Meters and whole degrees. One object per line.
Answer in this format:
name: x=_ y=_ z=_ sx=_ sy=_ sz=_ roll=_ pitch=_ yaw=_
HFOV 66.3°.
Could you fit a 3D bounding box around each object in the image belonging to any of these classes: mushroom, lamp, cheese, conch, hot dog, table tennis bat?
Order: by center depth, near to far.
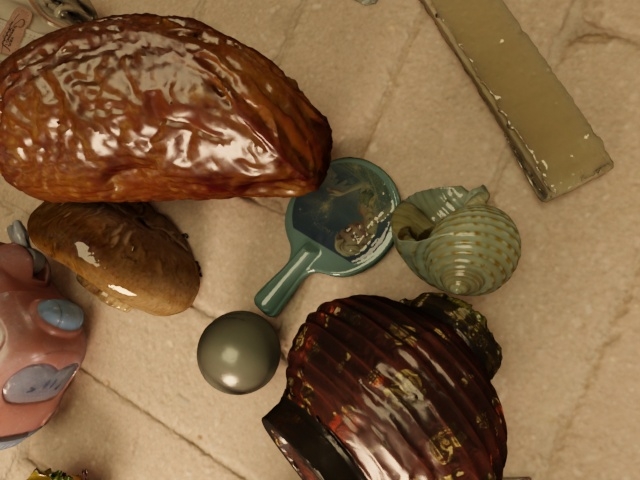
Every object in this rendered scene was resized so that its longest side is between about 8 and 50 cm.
lamp: x=0.071 y=0.158 z=0.483 sx=0.247 sy=0.247 sz=0.247 roll=-2 pitch=83 yaw=19
conch: x=0.141 y=0.002 z=0.527 sx=0.135 sy=0.153 sz=0.102 roll=8 pitch=113 yaw=11
hot dog: x=-0.180 y=-0.133 z=0.570 sx=0.388 sy=0.267 sz=0.174 roll=-1 pitch=85 yaw=8
cheese: x=0.196 y=-0.233 z=0.575 sx=0.085 sy=0.034 sz=0.400 roll=-28 pitch=76 yaw=11
lamp: x=-0.100 y=0.138 z=0.604 sx=0.105 sy=0.105 sz=0.105 roll=-2 pitch=83 yaw=19
table tennis bat: x=0.000 y=0.000 z=0.622 sx=0.149 sy=0.038 sz=0.237 roll=43 pitch=96 yaw=19
mushroom: x=-0.307 y=0.006 z=0.669 sx=0.286 sy=0.151 sz=0.156 roll=28 pitch=92 yaw=20

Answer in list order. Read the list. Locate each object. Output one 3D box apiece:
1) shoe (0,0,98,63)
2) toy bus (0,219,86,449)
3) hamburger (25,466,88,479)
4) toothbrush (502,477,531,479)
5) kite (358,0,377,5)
shoe: x=-0.422 y=-0.307 z=0.734 sx=0.351 sy=0.172 sz=0.198 roll=22 pitch=88 yaw=19
toy bus: x=-0.464 y=0.129 z=0.698 sx=0.232 sy=0.197 sz=0.294 roll=-42 pitch=70 yaw=0
hamburger: x=-0.372 y=0.404 z=0.678 sx=0.189 sy=0.093 sz=0.164 roll=-35 pitch=72 yaw=11
toothbrush: x=0.182 y=0.267 z=0.540 sx=0.097 sy=0.006 sz=0.008 roll=-13 pitch=81 yaw=18
kite: x=0.006 y=-0.407 z=0.677 sx=0.229 sy=0.016 sz=0.127 roll=24 pitch=90 yaw=17
